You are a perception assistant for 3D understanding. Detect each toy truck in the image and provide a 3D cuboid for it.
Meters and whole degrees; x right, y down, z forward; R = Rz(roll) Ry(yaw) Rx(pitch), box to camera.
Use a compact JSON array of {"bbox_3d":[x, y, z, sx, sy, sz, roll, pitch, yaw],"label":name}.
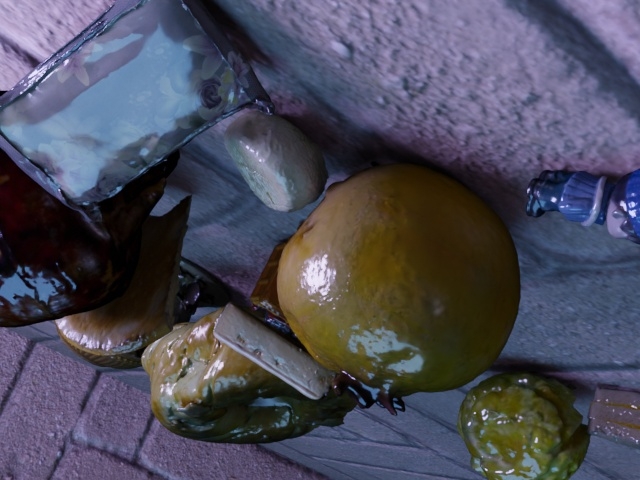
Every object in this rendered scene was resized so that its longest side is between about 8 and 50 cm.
[{"bbox_3d":[0.033,0.106,1.107,0.271,0.114,0.135,32,161,-20],"label":"toy truck"}]

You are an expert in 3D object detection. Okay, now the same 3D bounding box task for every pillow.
[{"bbox_3d":[-0.174,-0.123,0.707,0.255,0.059,0.169,-26,120,24],"label":"pillow"}]

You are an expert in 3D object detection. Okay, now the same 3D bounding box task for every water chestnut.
[{"bbox_3d":[-0.306,-0.036,0.893,0.245,0.288,0.289,19,161,-21],"label":"water chestnut"}]

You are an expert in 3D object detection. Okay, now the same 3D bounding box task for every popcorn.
[{"bbox_3d":[0.303,0.278,1.209,0.198,0.197,0.212,19,-175,5],"label":"popcorn"}]

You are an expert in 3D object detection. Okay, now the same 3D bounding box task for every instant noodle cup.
[{"bbox_3d":[-0.404,0.159,1.469,0.274,0.090,0.274,40,-173,-6],"label":"instant noodle cup"}]

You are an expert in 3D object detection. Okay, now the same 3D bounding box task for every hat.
[{"bbox_3d":[-0.295,0.109,1.381,0.257,0.130,0.257,17,158,7],"label":"hat"}]

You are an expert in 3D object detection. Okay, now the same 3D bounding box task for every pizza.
[{"bbox_3d":[-0.237,0.034,0.993,0.181,0.262,0.034,-7,137,20],"label":"pizza"}]

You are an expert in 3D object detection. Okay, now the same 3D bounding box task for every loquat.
[{"bbox_3d":[0.072,0.047,0.760,0.244,0.243,0.244,18,158,8],"label":"loquat"}]

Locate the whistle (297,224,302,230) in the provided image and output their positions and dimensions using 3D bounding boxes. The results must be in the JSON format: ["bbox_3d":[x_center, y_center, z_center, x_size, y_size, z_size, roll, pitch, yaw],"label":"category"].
[{"bbox_3d":[-0.001,0.004,0.988,0.057,0.046,0.109,8,165,-6],"label":"whistle"}]

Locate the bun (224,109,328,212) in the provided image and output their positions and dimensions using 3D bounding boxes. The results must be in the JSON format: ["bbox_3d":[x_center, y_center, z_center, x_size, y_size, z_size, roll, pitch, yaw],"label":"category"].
[{"bbox_3d":[-0.038,-0.079,0.773,0.115,0.069,0.115,44,165,15],"label":"bun"}]

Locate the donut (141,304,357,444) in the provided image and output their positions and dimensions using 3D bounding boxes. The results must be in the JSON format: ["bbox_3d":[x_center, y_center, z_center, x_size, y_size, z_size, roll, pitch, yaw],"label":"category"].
[{"bbox_3d":[-0.111,0.221,1.314,0.361,0.169,0.360,-6,149,-3],"label":"donut"}]

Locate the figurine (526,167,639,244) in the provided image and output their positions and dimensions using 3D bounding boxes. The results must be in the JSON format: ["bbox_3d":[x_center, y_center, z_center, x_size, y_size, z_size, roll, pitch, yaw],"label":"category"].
[{"bbox_3d":[0.241,-0.037,0.654,0.136,0.077,0.079,26,129,32],"label":"figurine"}]

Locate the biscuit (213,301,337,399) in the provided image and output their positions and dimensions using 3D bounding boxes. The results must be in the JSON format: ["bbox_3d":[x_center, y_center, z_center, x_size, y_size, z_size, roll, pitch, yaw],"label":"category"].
[{"bbox_3d":[-0.065,0.158,1.130,0.188,0.056,0.052,34,179,-4],"label":"biscuit"}]

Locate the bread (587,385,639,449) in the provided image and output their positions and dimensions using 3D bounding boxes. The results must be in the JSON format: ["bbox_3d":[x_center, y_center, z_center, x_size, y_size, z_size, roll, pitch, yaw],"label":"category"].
[{"bbox_3d":[0.454,0.246,1.089,0.152,0.077,0.105,15,162,8],"label":"bread"}]
